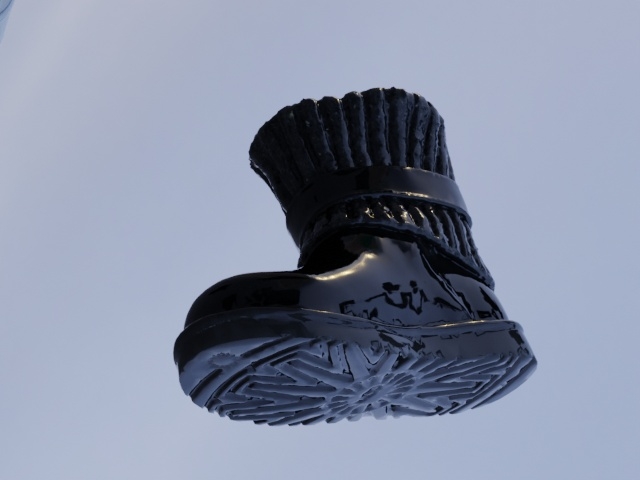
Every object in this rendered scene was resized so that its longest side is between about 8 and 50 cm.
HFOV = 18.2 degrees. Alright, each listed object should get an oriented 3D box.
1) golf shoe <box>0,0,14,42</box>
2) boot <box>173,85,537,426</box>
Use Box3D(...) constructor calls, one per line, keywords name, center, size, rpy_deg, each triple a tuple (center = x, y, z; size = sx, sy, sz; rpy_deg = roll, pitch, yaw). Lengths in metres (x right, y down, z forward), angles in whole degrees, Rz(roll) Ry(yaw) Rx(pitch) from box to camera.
Box3D(name="golf shoe", center=(-0.233, -0.219, 1.536), size=(0.069, 0.086, 0.176), rpy_deg=(48, -47, 40))
Box3D(name="boot", center=(-0.002, 0.002, 1.522), size=(0.131, 0.348, 0.260), rpy_deg=(-37, -118, 34))
